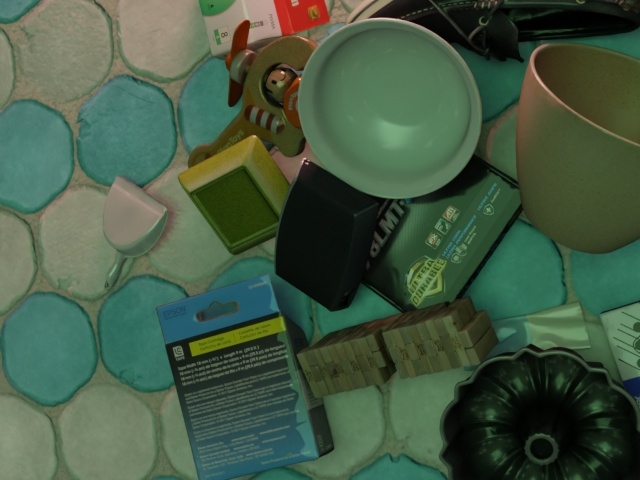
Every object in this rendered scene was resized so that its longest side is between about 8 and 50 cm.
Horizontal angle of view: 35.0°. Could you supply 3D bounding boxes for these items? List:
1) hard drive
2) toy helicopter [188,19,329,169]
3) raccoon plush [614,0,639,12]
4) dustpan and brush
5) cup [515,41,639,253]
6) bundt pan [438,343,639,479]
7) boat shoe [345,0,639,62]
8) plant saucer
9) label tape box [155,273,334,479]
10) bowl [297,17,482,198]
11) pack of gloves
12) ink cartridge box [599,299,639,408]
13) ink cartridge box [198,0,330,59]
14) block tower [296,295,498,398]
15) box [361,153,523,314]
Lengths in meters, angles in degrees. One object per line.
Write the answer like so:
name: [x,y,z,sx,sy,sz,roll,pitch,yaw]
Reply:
hard drive: [0.000,0.000,1.718,0.172,0.054,0.255,33,137,19]
toy helicopter: [-0.125,-0.231,1.823,0.355,0.140,0.235,-41,84,27]
raccoon plush: [0.648,-0.313,1.454,0.299,0.216,0.446,-31,77,-7]
dustpan and brush: [-0.377,0.000,1.951,0.147,0.060,0.211,31,94,27]
cup: [0.431,-0.122,1.558,0.331,0.331,0.237,32,126,16]
bundt pan: [0.363,0.315,1.638,0.330,0.124,0.331,3,101,17]
boat shoe: [0.284,-0.369,1.653,0.500,0.187,0.156,-8,82,14]
plant saucer: [-0.143,-0.068,1.811,0.188,0.045,0.188,-24,110,28]
label tape box: [-0.136,0.249,1.836,0.240,0.106,0.334,-17,84,18]
bowl: [0.123,-0.228,1.634,0.297,0.134,0.298,8,119,15]
pack of gloves: [0.343,0.223,1.704,0.232,0.046,0.195,-15,85,19]
ink cartridge box: [0.532,0.201,1.638,0.097,0.046,0.207,-20,84,19]
ink cartridge box: [-0.113,-0.451,1.855,0.224,0.056,0.181,-16,85,20]
block tower: [0.124,0.180,1.703,0.335,0.097,0.091,-18,98,35]
box: [0.162,-0.043,1.753,0.293,0.073,0.296,36,101,14]
